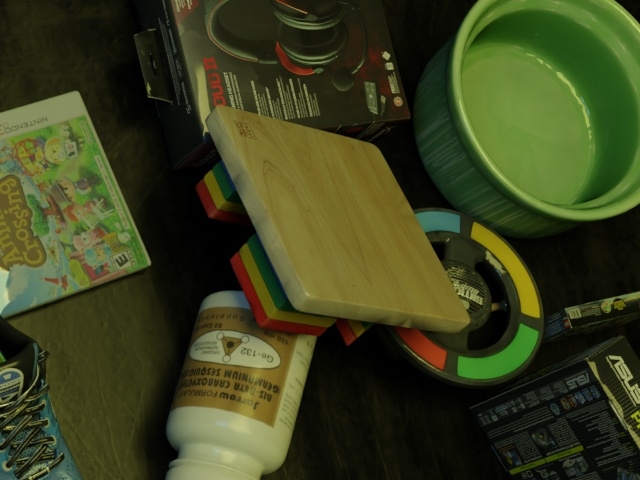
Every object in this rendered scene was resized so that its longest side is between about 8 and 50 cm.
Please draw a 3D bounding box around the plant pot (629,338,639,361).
[{"bbox_3d":[0.400,0.200,2.143,0.188,0.167,0.187,-16,81,-29],"label":"plant pot"}]

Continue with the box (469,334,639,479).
[{"bbox_3d":[0.297,0.236,2.024,0.060,0.270,0.216,-30,87,-28],"label":"box"}]

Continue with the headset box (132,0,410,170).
[{"bbox_3d":[-0.070,-0.206,2.088,0.293,0.110,0.218,-8,78,-27],"label":"headset box"}]

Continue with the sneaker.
[{"bbox_3d":[-0.322,0.174,1.827,0.129,0.147,0.330,-32,90,-29],"label":"sneaker"}]

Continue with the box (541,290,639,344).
[{"bbox_3d":[0.323,0.091,2.184,0.137,0.094,0.027,-11,78,-27],"label":"box"}]

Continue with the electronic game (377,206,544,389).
[{"bbox_3d":[0.154,0.064,2.108,0.229,0.048,0.229,14,56,-22],"label":"electronic game"}]

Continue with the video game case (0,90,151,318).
[{"bbox_3d":[-0.305,-0.039,1.975,0.193,0.023,0.212,-20,83,-28],"label":"video game case"}]

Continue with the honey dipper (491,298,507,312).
[{"bbox_3d":[0.161,0.082,2.149,0.160,0.030,0.030,-7,77,-28],"label":"honey dipper"}]

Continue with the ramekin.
[{"bbox_3d":[0.257,-0.148,2.200,0.303,0.148,0.303,8,71,-23],"label":"ramekin"}]

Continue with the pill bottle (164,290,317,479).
[{"bbox_3d":[-0.090,0.180,1.941,0.131,0.131,0.229,22,65,-17],"label":"pill bottle"}]

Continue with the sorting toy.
[{"bbox_3d":[0.000,0.000,1.967,0.255,0.089,0.257,11,43,-45],"label":"sorting toy"}]
